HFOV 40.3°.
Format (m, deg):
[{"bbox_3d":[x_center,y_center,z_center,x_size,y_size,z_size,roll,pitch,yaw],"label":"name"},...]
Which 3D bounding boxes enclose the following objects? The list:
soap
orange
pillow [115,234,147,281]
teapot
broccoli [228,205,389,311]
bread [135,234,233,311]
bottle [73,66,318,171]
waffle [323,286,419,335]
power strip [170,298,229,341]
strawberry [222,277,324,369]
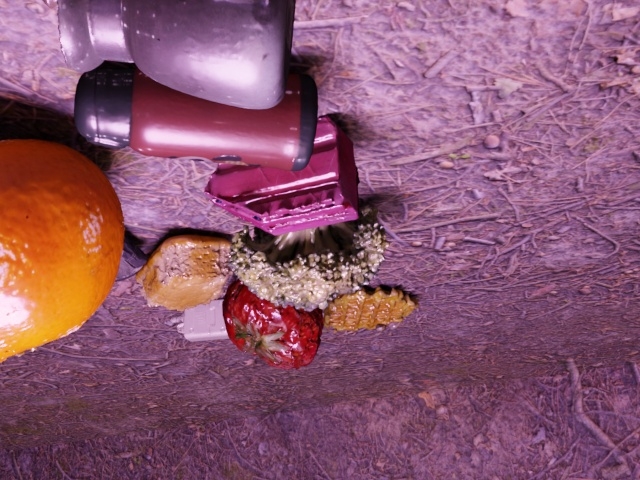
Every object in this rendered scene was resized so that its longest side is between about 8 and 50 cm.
[{"bbox_3d":[-0.068,-0.101,1.442,0.249,0.162,0.099,-9,163,20],"label":"soap"},{"bbox_3d":[-0.514,0.024,1.382,0.423,0.326,0.424,-21,-179,1],"label":"orange"},{"bbox_3d":[-0.463,0.014,1.749,0.161,0.093,0.335,-4,159,16],"label":"pillow"},{"bbox_3d":[-0.171,-0.287,0.994,0.285,0.305,0.224,5,121,-1],"label":"teapot"},{"bbox_3d":[-0.013,0.015,1.652,0.288,0.235,0.260,-34,173,-28],"label":"broccoli"},{"bbox_3d":[-0.291,0.069,1.865,0.174,0.121,0.245,8,158,-25],"label":"bread"},{"bbox_3d":[-0.179,-0.184,1.251,0.335,0.144,0.144,5,157,-11],"label":"bottle"},{"bbox_3d":[0.116,0.180,2.279,0.280,0.060,0.262,-23,148,37],"label":"waffle"},{"bbox_3d":[-0.217,0.196,2.218,0.338,0.098,0.058,-5,160,6],"label":"power strip"},{"bbox_3d":[-0.102,0.174,2.052,0.274,0.220,0.274,26,144,20],"label":"strawberry"}]
